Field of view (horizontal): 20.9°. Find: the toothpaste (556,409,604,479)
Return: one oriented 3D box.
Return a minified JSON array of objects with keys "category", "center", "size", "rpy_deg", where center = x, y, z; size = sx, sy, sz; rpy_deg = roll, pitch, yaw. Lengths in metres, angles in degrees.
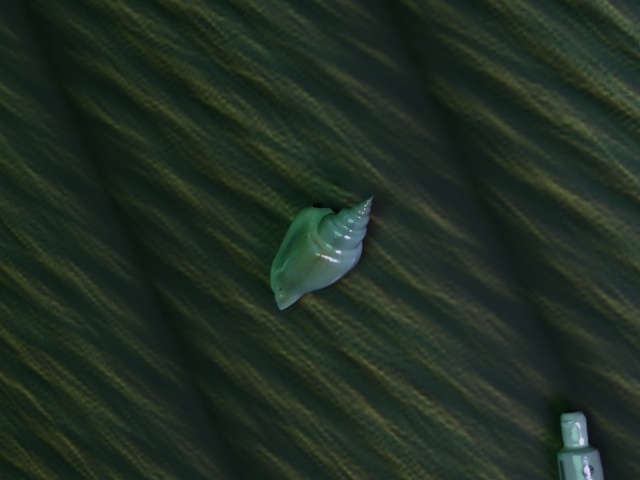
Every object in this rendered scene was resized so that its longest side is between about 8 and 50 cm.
[{"category":"toothpaste","center":[0.276,0.299,1.771],"size":[0.067,0.037,0.255],"rpy_deg":[-7,95,24]}]

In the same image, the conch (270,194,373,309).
[{"category":"conch","center":[-0.002,0.003,1.853],"size":[0.180,0.065,0.088],"rpy_deg":[-45,78,29]}]
